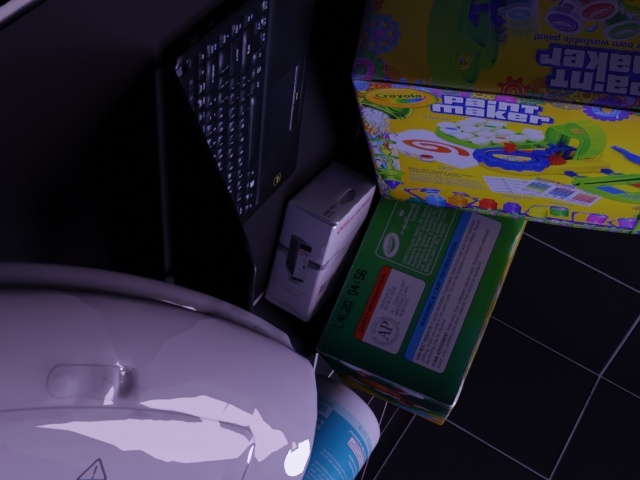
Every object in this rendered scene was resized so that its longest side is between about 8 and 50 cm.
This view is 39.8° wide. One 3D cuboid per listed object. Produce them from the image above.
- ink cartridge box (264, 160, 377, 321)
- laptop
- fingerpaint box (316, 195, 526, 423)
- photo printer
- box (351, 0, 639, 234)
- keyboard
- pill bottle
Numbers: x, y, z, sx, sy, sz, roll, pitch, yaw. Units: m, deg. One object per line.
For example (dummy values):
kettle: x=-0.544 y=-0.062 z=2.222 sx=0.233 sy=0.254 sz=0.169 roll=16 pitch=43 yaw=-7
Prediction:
ink cartridge box: x=0.000 y=0.000 z=0.914 sx=0.099 sy=0.056 sz=0.135 roll=-45 pitch=158 yaw=-47
laptop: x=-0.032 y=-0.030 z=0.618 sx=0.264 sy=0.136 sz=0.234 roll=-49 pitch=161 yaw=-36
fingerpaint box: x=0.164 y=-0.015 z=1.095 sx=0.371 sy=0.163 sz=0.445 roll=64 pitch=48 yaw=-75
photo printer: x=-0.152 y=0.152 z=0.428 sx=0.256 sy=0.107 sz=0.308 roll=10 pitch=112 yaw=-35
box: x=0.197 y=-0.141 z=0.782 sx=0.279 sy=0.289 sz=0.177 roll=63 pitch=37 yaw=-72
keyboard: x=0.043 y=0.075 z=1.218 sx=0.192 sy=0.038 sz=0.100 roll=-65 pitch=164 yaw=16
pill bottle: x=-0.044 y=0.312 z=1.150 sx=0.264 sy=0.146 sz=0.146 roll=-51 pitch=161 yaw=-34
